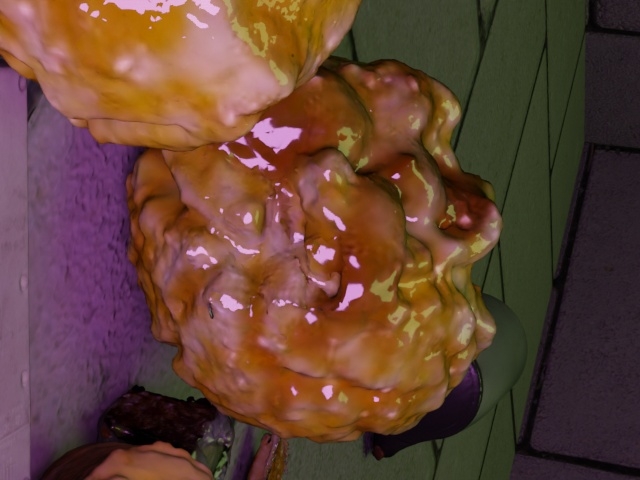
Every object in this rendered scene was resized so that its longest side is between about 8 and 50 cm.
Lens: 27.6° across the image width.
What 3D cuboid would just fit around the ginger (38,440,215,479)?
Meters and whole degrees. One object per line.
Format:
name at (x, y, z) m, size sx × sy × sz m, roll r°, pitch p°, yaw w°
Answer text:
ginger at (-0.122, 0.225, 0.742) m, size 0.221 × 0.130 × 0.275 m, roll -54°, pitch -163°, yaw 29°

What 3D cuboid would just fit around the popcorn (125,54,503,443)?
popcorn at (0.000, 0.008, 0.901) m, size 0.247 × 0.282 × 0.282 m, roll -31°, pitch -144°, yaw 56°

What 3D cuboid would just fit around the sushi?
sushi at (-0.114, 0.156, 0.927) m, size 0.098 × 0.084 × 0.094 m, roll -41°, pitch 140°, yaw -59°

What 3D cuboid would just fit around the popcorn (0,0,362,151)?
popcorn at (-0.057, -0.172, 0.645) m, size 0.225 × 0.277 × 0.276 m, roll 48°, pitch 52°, yaw -77°

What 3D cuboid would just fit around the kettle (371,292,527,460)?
kettle at (0.162, 0.193, 1.767) m, size 0.240 × 0.165 × 0.255 m, roll -56°, pitch 170°, yaw 18°

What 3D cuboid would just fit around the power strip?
power strip at (-0.189, 0.033, 0.653) m, size 0.118 × 0.046 × 0.270 m, roll -29°, pitch 121°, yaw -73°

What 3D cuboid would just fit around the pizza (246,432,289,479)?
pizza at (-0.063, 0.259, 1.227) m, size 0.185 × 0.036 × 0.176 m, roll -37°, pitch 135°, yaw -70°
